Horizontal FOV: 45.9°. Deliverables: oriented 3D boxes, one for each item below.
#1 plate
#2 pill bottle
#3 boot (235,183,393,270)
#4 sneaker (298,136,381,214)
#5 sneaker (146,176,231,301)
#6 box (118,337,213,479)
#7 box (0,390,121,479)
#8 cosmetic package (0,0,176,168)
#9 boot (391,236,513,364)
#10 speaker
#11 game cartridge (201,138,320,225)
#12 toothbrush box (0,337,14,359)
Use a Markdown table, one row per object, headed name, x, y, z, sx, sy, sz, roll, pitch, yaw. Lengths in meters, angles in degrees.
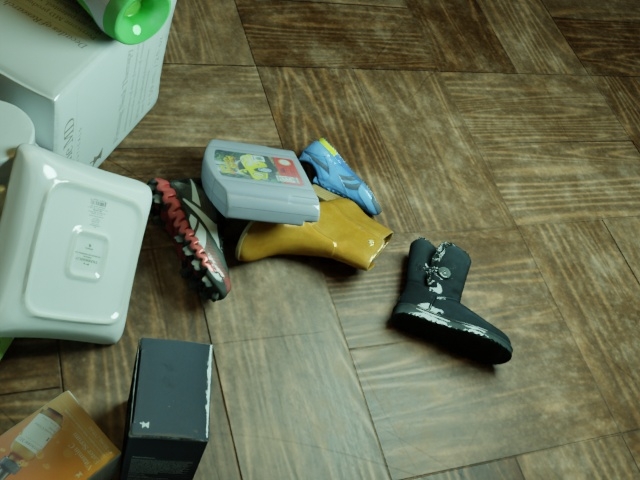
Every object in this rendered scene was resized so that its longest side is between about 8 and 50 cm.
| name | x | y | z | sx | sy | sz | roll | pitch | yaw |
| --- | --- | --- | --- | --- | --- | --- | --- | --- | --- |
| plate | -0.367 | 0.019 | 1.153 | 0.045 | 0.277 | 0.277 | 8 | 84 | 31 |
| pill bottle | -0.515 | -0.072 | 1.188 | 0.169 | 0.301 | 0.169 | 10 | 51 | -13 |
| boot | 0.000 | 0.000 | 1.441 | 0.211 | 0.104 | 0.295 | 33 | 41 | 19 |
| sneaker | 0.040 | -0.119 | 1.593 | 0.082 | 0.069 | 0.209 | -42 | 84 | -4 |
| sneaker | -0.215 | -0.015 | 1.388 | 0.135 | 0.097 | 0.276 | -18 | 61 | -28 |
| box | -0.228 | 0.260 | 1.106 | 0.108 | 0.207 | 0.153 | 8 | 53 | -14 |
| box | -0.393 | 0.324 | 1.073 | 0.130 | 0.091 | 0.170 | 43 | 52 | 14 |
| cosmetic package | -0.510 | -0.325 | 1.363 | 0.328 | 0.329 | 0.393 | 29 | 51 | 0 |
| boot | 0.272 | 0.109 | 1.475 | 0.247 | 0.094 | 0.207 | 21 | 54 | 3 |
| speaker | -0.373 | -0.451 | 1.215 | 0.131 | 0.131 | 0.296 | -32 | 72 | -35 |
| game cartridge | -0.124 | -0.116 | 1.422 | 0.196 | 0.060 | 0.294 | 2 | 26 | -15 |
| toothbrush box | -0.592 | 0.154 | 1.095 | 0.206 | 0.122 | 0.283 | 17 | 49 | 3 |
